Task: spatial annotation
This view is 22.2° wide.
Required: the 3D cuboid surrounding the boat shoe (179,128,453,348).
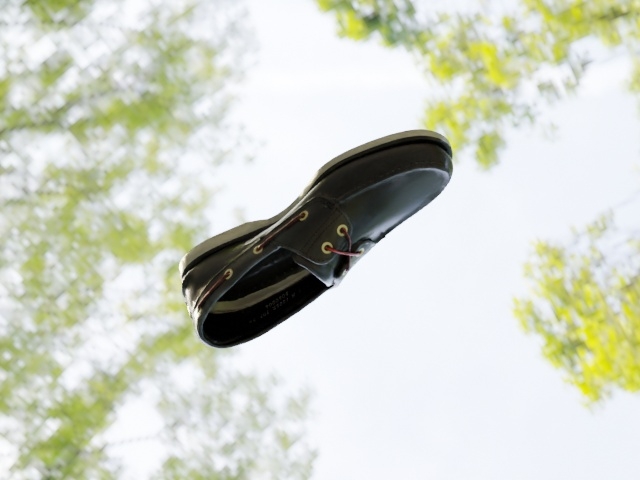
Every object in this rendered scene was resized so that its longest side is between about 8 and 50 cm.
[{"bbox_3d":[0.001,0.001,0.680,0.133,0.049,0.042,-31,-133,15],"label":"boat shoe"}]
